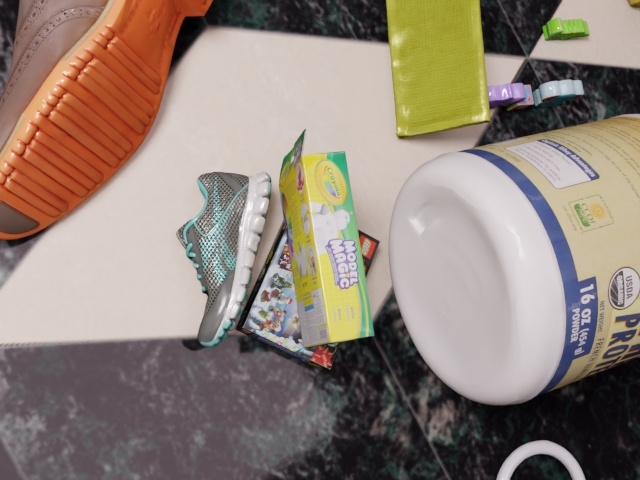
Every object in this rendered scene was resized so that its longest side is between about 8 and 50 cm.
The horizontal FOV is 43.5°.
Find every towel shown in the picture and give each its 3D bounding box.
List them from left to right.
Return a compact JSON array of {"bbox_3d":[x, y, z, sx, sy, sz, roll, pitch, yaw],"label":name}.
[{"bbox_3d":[0.114,-0.227,0.820,0.021,0.102,0.237,10,74,-59],"label":"towel"}]

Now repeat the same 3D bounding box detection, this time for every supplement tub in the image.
[{"bbox_3d":[0.248,0.006,0.758,0.316,0.228,0.228,-14,86,-23],"label":"supplement tub"}]

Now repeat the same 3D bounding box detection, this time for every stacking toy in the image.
[{"bbox_3d":[0.230,-0.161,0.876,0.221,0.052,0.167,-9,84,-24],"label":"stacking toy"}]

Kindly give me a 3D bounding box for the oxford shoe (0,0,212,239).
[{"bbox_3d":[-0.204,-0.172,0.688,0.132,0.130,0.364,25,77,18],"label":"oxford shoe"}]

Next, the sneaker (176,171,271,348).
[{"bbox_3d":[-0.095,0.012,0.720,0.076,0.065,0.166,13,72,-3],"label":"sneaker"}]

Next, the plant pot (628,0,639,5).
[{"bbox_3d":[0.461,-0.378,0.936,0.212,0.212,0.187,-4,96,-23],"label":"plant pot"}]

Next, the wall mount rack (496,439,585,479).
[{"bbox_3d":[0.198,0.366,0.729,0.304,0.130,0.350,3,79,-21],"label":"wall mount rack"}]

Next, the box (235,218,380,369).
[{"bbox_3d":[-0.010,0.041,0.758,0.094,0.027,0.137,27,72,-16],"label":"box"}]

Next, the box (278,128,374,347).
[{"bbox_3d":[0.000,0.000,0.696,0.043,0.105,0.179,-8,83,-16],"label":"box"}]
